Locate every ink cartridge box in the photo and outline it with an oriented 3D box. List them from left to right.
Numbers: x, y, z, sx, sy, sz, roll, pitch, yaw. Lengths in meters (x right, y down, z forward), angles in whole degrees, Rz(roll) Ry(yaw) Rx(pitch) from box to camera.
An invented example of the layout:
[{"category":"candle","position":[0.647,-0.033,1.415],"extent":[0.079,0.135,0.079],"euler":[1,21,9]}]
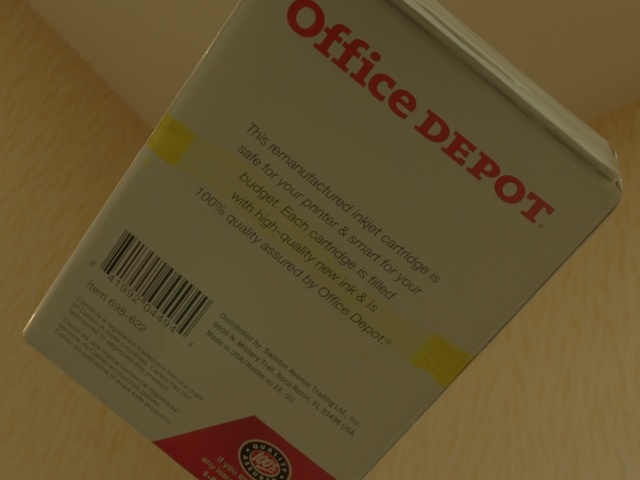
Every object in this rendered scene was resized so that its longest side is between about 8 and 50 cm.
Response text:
[{"category":"ink cartridge box","position":[0.000,0.000,0.730],"extent":[0.279,0.160,0.385],"euler":[40,-67,1]}]
